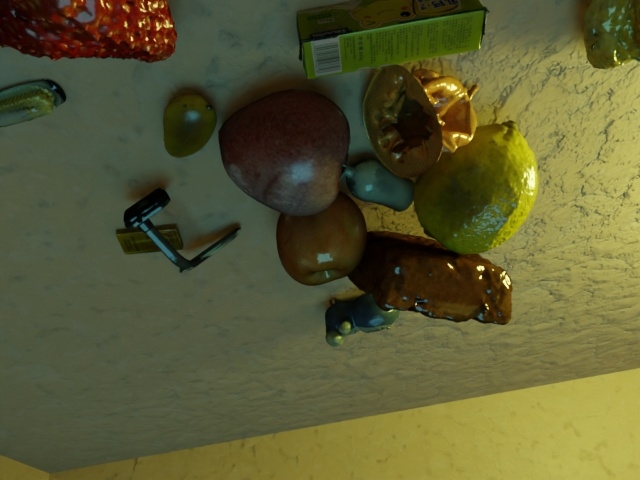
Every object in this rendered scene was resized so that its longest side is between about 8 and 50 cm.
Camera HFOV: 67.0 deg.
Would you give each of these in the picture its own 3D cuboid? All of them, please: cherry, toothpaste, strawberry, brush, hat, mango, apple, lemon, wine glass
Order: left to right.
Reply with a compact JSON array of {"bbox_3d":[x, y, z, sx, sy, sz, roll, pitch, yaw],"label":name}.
[{"bbox_3d":[-0.636,-0.235,0.929,0.296,0.060,0.068,-14,144,6],"label":"brush"},{"bbox_3d":[-0.359,-0.378,0.689,0.311,0.268,0.351,9,177,19],"label":"strawberry"},{"bbox_3d":[-0.274,-0.232,0.992,0.103,0.076,0.161,10,141,-29],"label":"mango"},{"bbox_3d":[-0.069,-0.179,0.990,0.307,0.221,0.261,15,131,2],"label":"cherry"},{"bbox_3d":[0.000,0.000,1.211,0.253,0.254,0.254,-5,141,-4],"label":"apple"},{"bbox_3d":[0.120,-0.142,1.159,0.230,0.103,0.103,16,135,-34],"label":"wine glass"},{"bbox_3d":[0.118,-0.374,0.862,0.327,0.110,0.077,-10,140,1],"label":"toothpaste"},{"bbox_3d":[0.241,-0.281,0.991,0.233,0.233,0.245,-31,121,-21],"label":"hat"},{"bbox_3d":[0.356,-0.117,1.104,0.268,0.268,0.322,13,129,-25],"label":"lemon"}]

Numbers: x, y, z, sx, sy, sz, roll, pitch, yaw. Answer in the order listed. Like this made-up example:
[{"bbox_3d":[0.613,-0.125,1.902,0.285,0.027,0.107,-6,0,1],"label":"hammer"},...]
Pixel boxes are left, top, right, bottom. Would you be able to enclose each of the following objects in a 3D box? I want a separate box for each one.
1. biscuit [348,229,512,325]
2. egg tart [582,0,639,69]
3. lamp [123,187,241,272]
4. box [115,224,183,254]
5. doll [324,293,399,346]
[{"bbox_3d":[0.264,0.082,1.253,0.342,0.395,0.167,6,98,-13],"label":"biscuit"},{"bbox_3d":[0.649,-0.459,0.833,0.351,0.153,0.340,-14,138,6],"label":"egg tart"},{"bbox_3d":[-0.325,-0.028,1.196,0.203,0.124,0.283,-38,136,-5],"label":"lamp"},{"bbox_3d":[-0.452,-0.002,1.284,0.156,0.022,0.089,-7,142,-3],"label":"box"},{"bbox_3d":[0.141,0.256,1.621,0.258,0.154,0.228,-11,175,14],"label":"doll"}]
